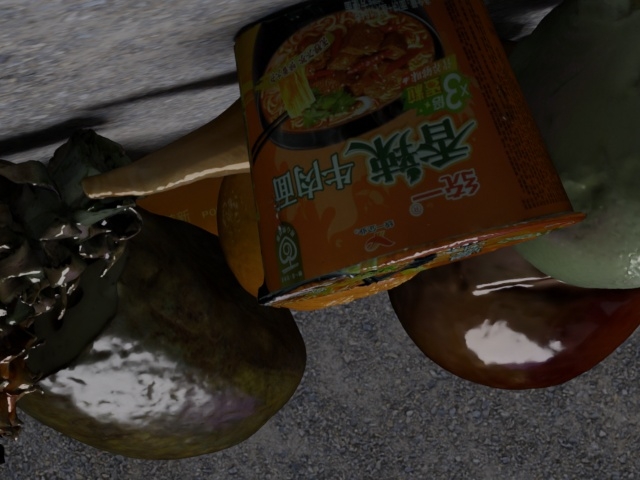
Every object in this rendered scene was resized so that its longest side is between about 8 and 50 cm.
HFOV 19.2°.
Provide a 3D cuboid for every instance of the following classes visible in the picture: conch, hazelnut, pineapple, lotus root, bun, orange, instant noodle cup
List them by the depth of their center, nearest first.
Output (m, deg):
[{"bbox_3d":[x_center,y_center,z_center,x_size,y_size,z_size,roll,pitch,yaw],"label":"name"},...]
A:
[{"bbox_3d":[0.046,-0.069,1.280,0.230,0.182,0.230,-15,177,-1],"label":"instant noodle cup"},{"bbox_3d":[0.224,-0.107,1.399,0.283,0.179,0.283,-31,-148,22],"label":"bun"},{"bbox_3d":[-0.024,-0.091,1.440,0.330,0.109,0.093,-10,137,-20],"label":"conch"},{"bbox_3d":[-0.257,0.015,1.507,0.271,0.262,0.262,-40,169,17],"label":"pineapple"},{"bbox_3d":[0.011,-0.033,1.732,0.219,0.193,0.219,-13,-168,3],"label":"orange"},{"bbox_3d":[-0.163,0.089,1.791,0.250,0.250,0.346,-17,156,31],"label":"lotus root"},{"bbox_3d":[0.217,-0.010,2.028,0.315,0.372,0.372,27,-161,26],"label":"hazelnut"}]

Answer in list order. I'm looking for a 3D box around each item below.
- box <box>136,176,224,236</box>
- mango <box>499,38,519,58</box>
[{"bbox_3d":[-0.059,-0.042,2.124,0.274,0.091,0.221,-16,177,18],"label":"box"},{"bbox_3d":[0.133,-0.123,1.578,0.115,0.090,0.178,3,-165,35],"label":"mango"}]
